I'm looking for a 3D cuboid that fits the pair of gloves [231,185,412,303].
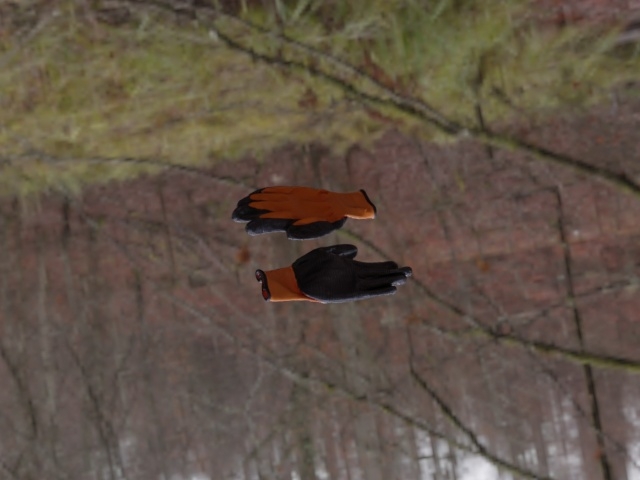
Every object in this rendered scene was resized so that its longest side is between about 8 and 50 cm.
[{"bbox_3d":[0.000,0.000,0.520,0.074,0.010,0.083,-3,-139,-20],"label":"pair of gloves"}]
